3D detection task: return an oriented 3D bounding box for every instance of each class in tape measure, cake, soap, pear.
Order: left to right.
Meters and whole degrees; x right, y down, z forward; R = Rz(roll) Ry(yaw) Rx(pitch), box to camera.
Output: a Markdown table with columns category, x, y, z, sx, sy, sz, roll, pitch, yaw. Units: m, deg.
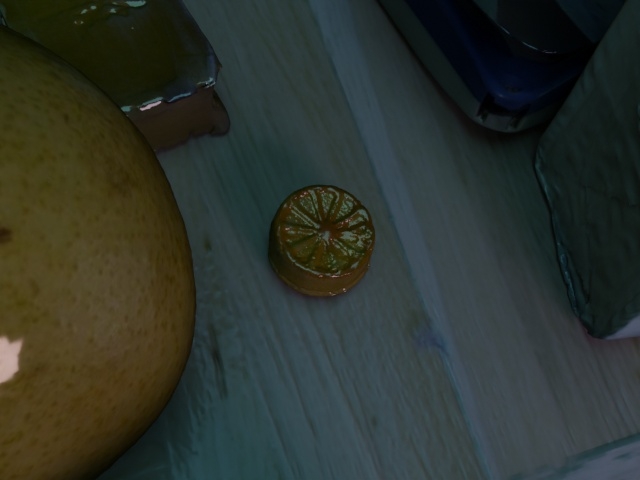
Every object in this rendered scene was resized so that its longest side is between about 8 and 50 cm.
| category | x | y | z | sx | sy | sz | roll | pitch | yaw |
| --- | --- | --- | --- | --- | --- | --- | --- | --- | --- |
| pear | -0.227 | 0.016 | 0.383 | 0.314 | 0.314 | 0.314 | 3 | 66 | -7 |
| soap | -0.182 | -0.173 | 0.594 | 0.135 | 0.076 | 0.233 | -26 | 73 | -16 |
| cake | 0.000 | 0.000 | 0.559 | 0.084 | 0.044 | 0.084 | 3 | 67 | -8 |
| tape measure | 0.182 | -0.244 | 0.643 | 0.262 | 0.138 | 0.259 | -24 | 73 | -17 |

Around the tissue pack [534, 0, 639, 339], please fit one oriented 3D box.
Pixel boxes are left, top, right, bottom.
| category | x | y | z | sx | sy | sz | roll | pitch | yaw |
| --- | --- | --- | --- | --- | --- | --- | --- | --- | --- |
| tissue pack | 0.403 | -0.092 | 0.502 | 0.404 | 0.332 | 0.205 | -6 | 63 | -11 |
